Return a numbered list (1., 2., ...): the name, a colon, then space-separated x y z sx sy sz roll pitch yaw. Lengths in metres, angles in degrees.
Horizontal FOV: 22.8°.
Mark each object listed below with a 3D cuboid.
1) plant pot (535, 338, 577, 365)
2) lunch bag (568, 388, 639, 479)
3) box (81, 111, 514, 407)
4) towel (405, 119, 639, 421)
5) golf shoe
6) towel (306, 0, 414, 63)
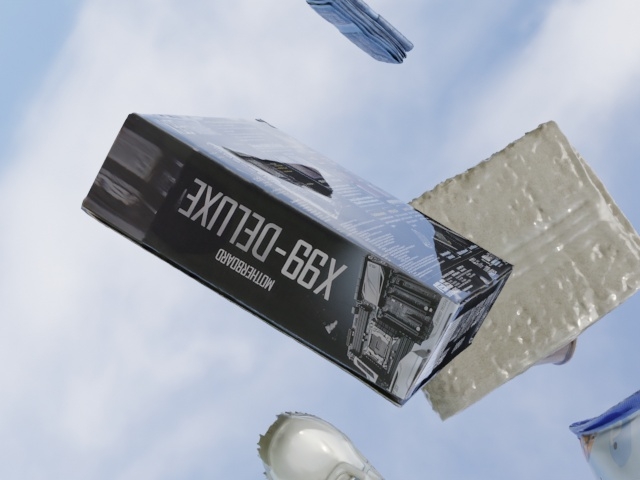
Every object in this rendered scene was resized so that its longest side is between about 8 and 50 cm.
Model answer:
1. plant pot: 0.193 0.086 1.885 0.165 0.167 0.167 -13 -145 -15
2. lunch bag: 0.401 0.238 1.316 0.385 0.239 0.328 132 -61 -68
3. box: 0.000 0.000 1.118 0.076 0.242 0.307 -61 171 10
4. towel: 0.162 0.021 1.434 0.282 0.187 0.049 -29 170 -29
5. golf shoe: 0.031 0.190 1.182 0.069 0.176 0.086 -55 -152 -16
6. towel: 0.036 -0.222 1.625 0.067 0.119 0.029 15 -107 56
